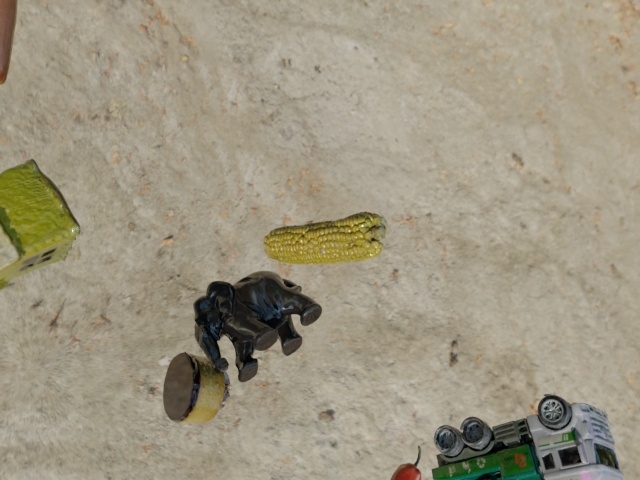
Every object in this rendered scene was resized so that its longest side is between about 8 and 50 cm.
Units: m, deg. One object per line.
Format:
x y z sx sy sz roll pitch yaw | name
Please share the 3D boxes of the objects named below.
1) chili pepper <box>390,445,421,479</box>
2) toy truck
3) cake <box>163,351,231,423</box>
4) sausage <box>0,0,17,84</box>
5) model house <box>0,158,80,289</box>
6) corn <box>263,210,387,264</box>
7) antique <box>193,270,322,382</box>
0.191 0.629 1.254 0.071 0.063 0.272 34 62 2 | chili pepper
0.383 0.433 0.996 0.177 0.363 0.177 28 40 -36 | toy truck
-0.324 0.416 1.435 0.178 0.208 0.185 13 50 -35 | cake
-0.314 -0.212 0.488 0.039 0.041 0.130 8 87 -45 | sausage
-0.625 -0.020 0.984 0.193 0.175 0.234 55 38 -1 | model house
0.000 0.000 1.058 0.101 0.292 0.101 10 78 -56 | corn
-0.189 0.211 1.403 0.322 0.185 0.255 -30 54 -24 | antique
